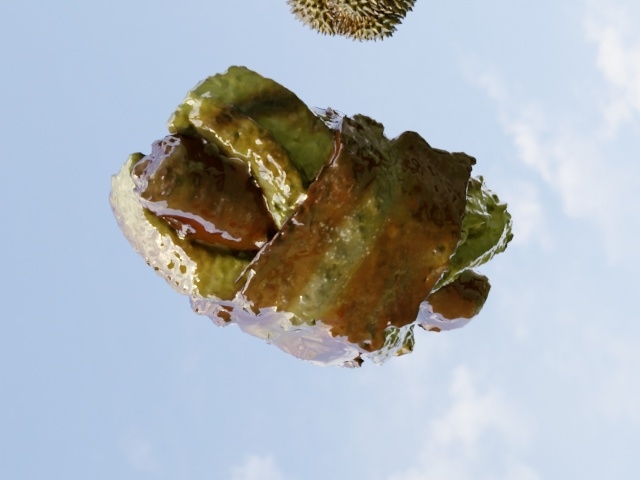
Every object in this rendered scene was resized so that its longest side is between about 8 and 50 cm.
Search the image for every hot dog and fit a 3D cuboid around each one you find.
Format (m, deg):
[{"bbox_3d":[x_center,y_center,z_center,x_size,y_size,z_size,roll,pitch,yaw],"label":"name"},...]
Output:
[{"bbox_3d":[0.000,0.000,0.588,0.213,0.146,0.103,16,-141,-31],"label":"hot dog"}]

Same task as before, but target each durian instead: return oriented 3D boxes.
[{"bbox_3d":[0.037,-0.308,1.408,0.168,0.158,0.137,21,-93,-61],"label":"durian"}]
